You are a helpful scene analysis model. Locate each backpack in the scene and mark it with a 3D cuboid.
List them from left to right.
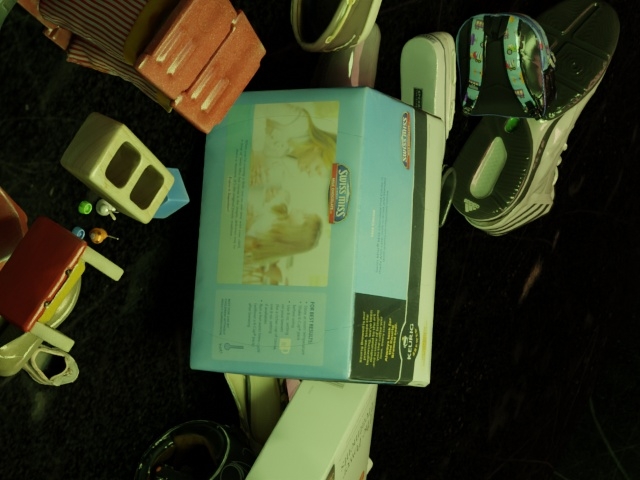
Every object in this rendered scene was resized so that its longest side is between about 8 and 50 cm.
[{"bbox_3d":[0.299,-0.291,2.175,0.117,0.158,0.173,-45,133,-51],"label":"backpack"}]

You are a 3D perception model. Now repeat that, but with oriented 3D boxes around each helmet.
[{"bbox_3d":[-0.154,0.339,1.801,0.169,0.169,0.161,-50,137,-30],"label":"helmet"}]

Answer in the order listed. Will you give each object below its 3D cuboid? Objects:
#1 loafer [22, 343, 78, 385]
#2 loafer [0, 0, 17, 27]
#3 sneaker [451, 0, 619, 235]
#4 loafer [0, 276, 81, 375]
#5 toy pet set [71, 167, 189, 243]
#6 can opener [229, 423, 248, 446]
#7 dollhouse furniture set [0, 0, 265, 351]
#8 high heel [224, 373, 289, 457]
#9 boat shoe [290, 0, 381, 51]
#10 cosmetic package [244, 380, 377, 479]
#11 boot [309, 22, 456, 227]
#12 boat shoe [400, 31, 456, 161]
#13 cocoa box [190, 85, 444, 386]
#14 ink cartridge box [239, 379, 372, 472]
[{"bbox_3d":[-0.306,0.141,1.526,0.045,0.039,0.125,-64,151,-10],"label":"loafer"},{"bbox_3d":[-0.329,-0.217,1.228,0.267,0.084,0.096,-58,-179,-12],"label":"loafer"},{"bbox_3d":[0.383,-0.208,2.401,0.447,0.169,0.257,-57,159,-4],"label":"sneaker"},{"bbox_3d":[-0.312,0.078,1.457,0.148,0.056,0.050,-60,157,-16],"label":"loafer"},{"bbox_3d":[-0.209,-0.048,1.540,0.114,0.065,0.122,2,108,-60],"label":"toy pet set"},{"bbox_3d":[-0.091,0.330,1.970,0.059,0.073,0.186,-38,124,13],"label":"can opener"},{"bbox_3d":[-0.245,-0.111,1.311,0.374,0.201,0.152,-57,150,-9],"label":"dollhouse furniture set"},{"bbox_3d":[-0.087,0.193,1.802,0.261,0.093,0.186,70,9,-58],"label":"high heel"},{"bbox_3d":[0.035,-0.390,1.685,0.097,0.116,0.324,-27,137,-55],"label":"boat shoe"},{"bbox_3d":[-0.034,0.370,1.787,0.377,0.097,0.284,-58,161,-47],"label":"cosmetic package"},{"bbox_3d":[0.092,-0.125,1.843,0.118,0.223,0.338,-20,125,-54],"label":"boot"},{"bbox_3d":[0.170,-0.192,2.068,0.084,0.095,0.258,-25,131,-46],"label":"boat shoe"},{"bbox_3d":[0.000,0.000,1.671,0.228,0.231,0.347,12,80,-60],"label":"cocoa box"},{"bbox_3d":[-0.079,0.376,2.056,0.261,0.066,0.296,52,60,-29],"label":"ink cartridge box"}]
